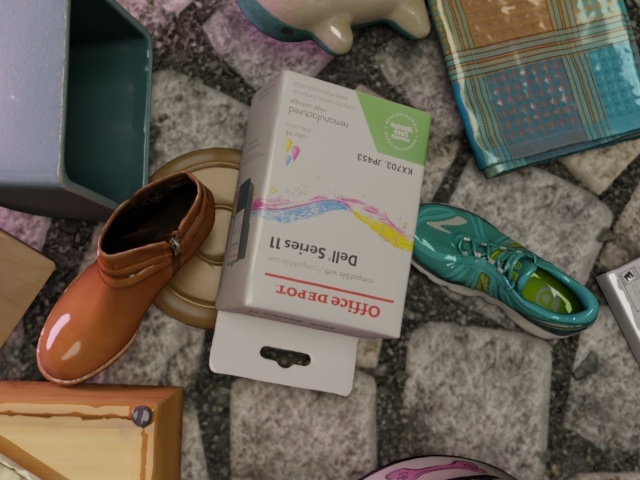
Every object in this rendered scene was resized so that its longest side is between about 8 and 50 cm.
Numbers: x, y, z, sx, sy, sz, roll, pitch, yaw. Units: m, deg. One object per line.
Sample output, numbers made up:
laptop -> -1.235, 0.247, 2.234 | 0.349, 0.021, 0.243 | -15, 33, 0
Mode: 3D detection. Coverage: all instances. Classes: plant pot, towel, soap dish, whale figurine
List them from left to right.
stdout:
plant pot -> -0.358, -0.154, 1.187 | 0.252, 0.247, 0.248 | -2, 81, 11
soap dish -> -0.309, 0.278, 1.181 | 0.290, 0.118, 0.229 | 2, 81, -5
plant pot -> -0.127, -0.006, 1.289 | 0.236, 0.032, 0.236 | 1, 81, -7
whale figurine -> 0.011, -0.322, 1.317 | 0.272, 0.141, 0.216 | 9, 66, -28
towel -> 0.280, -0.287, 1.344 | 0.271, 0.040, 0.370 | -16, 89, -13

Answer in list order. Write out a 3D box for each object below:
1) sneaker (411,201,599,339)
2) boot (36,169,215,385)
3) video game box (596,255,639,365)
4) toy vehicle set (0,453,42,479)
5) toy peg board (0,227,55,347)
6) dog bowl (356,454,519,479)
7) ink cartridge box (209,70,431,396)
sneaker -> 0.227, 0.029, 1.282 | 0.275, 0.110, 0.107 | 27, 80, -1
boot -> -0.221, 0.043, 1.142 | 0.283, 0.220, 0.109 | -42, 87, -11
video game box -> 0.487, 0.097, 1.331 | 0.187, 0.048, 0.205 | -24, 85, -7
toy vehicle set -> -0.331, 0.330, 1.070 | 0.267, 0.035, 0.166 | 33, 64, 0
toy peg board -> -0.427, 0.044, 1.220 | 0.161, 0.079, 0.161 | 34, 93, -18
dog bowl -> 0.162, 0.452, 1.155 | 0.408, 0.150, 0.408 | 3, 79, -17
ink cartridge box -> 0.000, 0.000, 1.230 | 0.207, 0.119, 0.353 | 13, 79, -22
